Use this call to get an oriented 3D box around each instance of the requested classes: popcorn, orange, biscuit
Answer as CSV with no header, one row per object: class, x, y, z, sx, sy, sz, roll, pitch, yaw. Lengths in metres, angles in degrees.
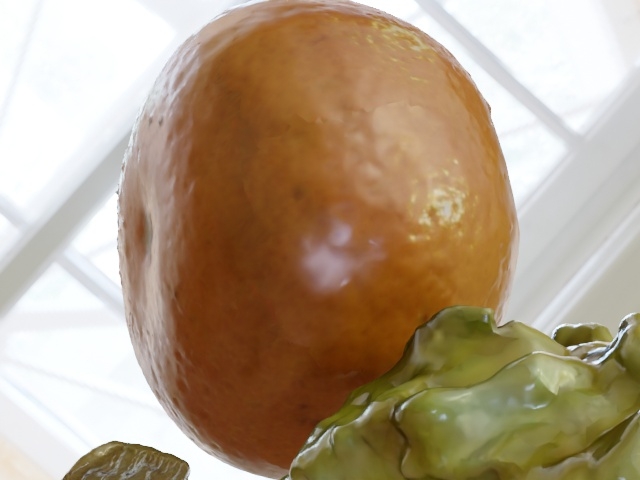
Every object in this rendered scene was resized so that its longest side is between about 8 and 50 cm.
popcorn,0.149,0.178,0.884,0.292,0.293,0.334,10,8,-36
orange,0.000,0.000,1.200,0.326,0.424,0.424,-3,19,-23
biscuit,-0.139,0.174,0.964,0.018,0.071,0.147,44,3,27
